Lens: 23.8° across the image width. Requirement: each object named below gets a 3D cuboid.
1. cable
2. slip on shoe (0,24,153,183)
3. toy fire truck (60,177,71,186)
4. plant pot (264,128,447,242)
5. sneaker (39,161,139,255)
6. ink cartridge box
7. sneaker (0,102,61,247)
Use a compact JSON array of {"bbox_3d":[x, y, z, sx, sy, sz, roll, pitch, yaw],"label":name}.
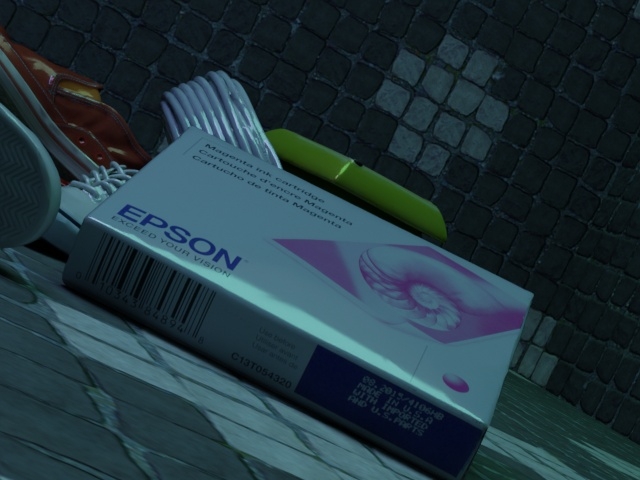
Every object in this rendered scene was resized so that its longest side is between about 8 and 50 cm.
[{"bbox_3d":[-0.085,-0.039,1.513,0.257,0.089,0.257,85,-17,-67],"label":"cable"},{"bbox_3d":[-0.277,-0.135,1.567,0.331,0.101,0.123,46,-28,-11],"label":"slip on shoe"},{"bbox_3d":[-0.288,-0.053,1.472,0.135,0.047,0.192,26,2,-17],"label":"toy fire truck"},{"bbox_3d":[0.000,0.000,1.827,0.227,0.207,0.228,27,2,-37],"label":"plant pot"},{"bbox_3d":[-0.194,-0.028,1.332,0.094,0.091,0.258,27,1,21],"label":"sneaker"},{"bbox_3d":[0.006,0.021,1.212,0.324,0.071,0.330,26,27,4],"label":"ink cartridge box"},{"bbox_3d":[-0.283,-0.077,1.086,0.292,0.108,0.169,26,4,16],"label":"sneaker"}]
